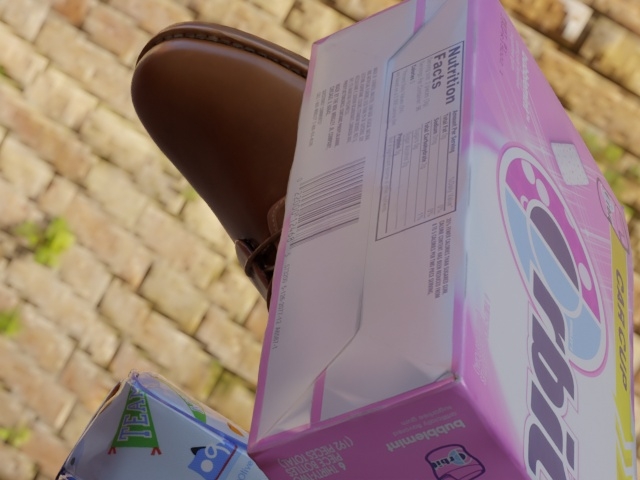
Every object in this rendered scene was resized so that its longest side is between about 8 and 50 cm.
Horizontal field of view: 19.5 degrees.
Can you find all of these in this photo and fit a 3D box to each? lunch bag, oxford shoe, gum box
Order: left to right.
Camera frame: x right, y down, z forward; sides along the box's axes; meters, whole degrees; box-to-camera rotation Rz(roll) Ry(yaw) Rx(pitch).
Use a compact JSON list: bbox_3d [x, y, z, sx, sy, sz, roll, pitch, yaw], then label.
[{"bbox_3d":[-0.056,0.190,1.285,0.243,0.115,0.303,30,-6,-2],"label":"lunch bag"},{"bbox_3d":[0.000,0.000,0.671,0.212,0.076,0.076,44,39,14],"label":"oxford shoe"},{"bbox_3d":[0.042,0.017,0.538,0.107,0.062,0.188,53,28,-32],"label":"gum box"}]
